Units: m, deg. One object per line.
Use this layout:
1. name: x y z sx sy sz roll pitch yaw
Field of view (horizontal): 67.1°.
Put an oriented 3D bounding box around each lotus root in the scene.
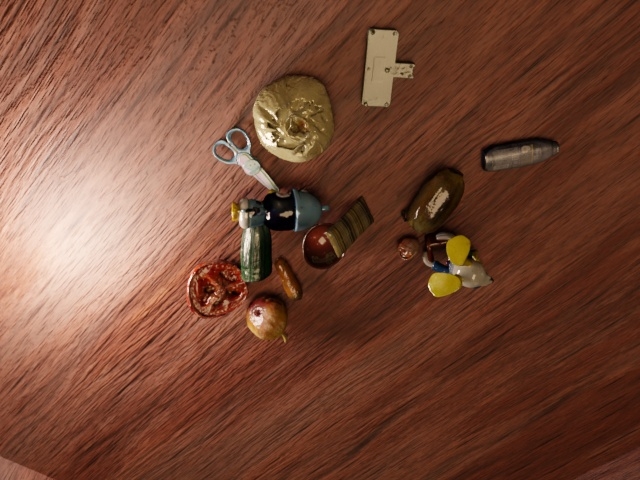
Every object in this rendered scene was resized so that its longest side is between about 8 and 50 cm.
1. lotus root: 0.375 -0.127 1.578 0.124 0.122 0.241 19 121 -23

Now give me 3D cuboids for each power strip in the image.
1. power strip: 0.197 -0.492 1.386 0.145 0.061 0.215 1 122 -2

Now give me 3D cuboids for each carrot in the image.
1. carrot: -0.117 0.140 1.760 0.060 0.060 0.186 -19 113 9

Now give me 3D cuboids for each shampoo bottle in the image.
1. shampoo bottle: 0.635 -0.276 1.538 0.234 0.049 0.086 -10 119 4

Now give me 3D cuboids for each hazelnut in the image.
1. hazelnut: 0.312 0.029 1.692 0.087 0.086 0.086 -1 121 -1

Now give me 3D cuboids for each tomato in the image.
1. tomato: -0.378 0.167 1.742 0.228 0.101 0.227 -7 111 -17

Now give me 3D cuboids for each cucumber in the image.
1. cucumber: -0.218 0.027 1.662 0.115 0.063 0.243 -9 114 -19

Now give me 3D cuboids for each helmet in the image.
1. helmet: 0.000 0.000 1.648 0.155 0.106 0.175 -20 122 -7

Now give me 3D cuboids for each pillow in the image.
1. pillow: 0.103 -0.045 1.601 0.203 0.038 0.113 -45 124 -27

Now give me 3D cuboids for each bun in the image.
1. bun: -0.077 -0.346 1.415 0.260 0.152 0.259 -2 122 -3

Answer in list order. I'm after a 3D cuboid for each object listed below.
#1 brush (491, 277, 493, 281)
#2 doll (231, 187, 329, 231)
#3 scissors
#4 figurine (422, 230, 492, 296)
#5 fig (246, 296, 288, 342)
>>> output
1. brush: 0.622 0.136 1.810 0.083 0.008 0.024 40 114 -22
2. doll: -0.125 -0.098 1.545 0.315 0.177 0.140 -2 88 -11
3. scissors: -0.220 -0.240 1.540 0.125 0.030 0.256 -37 117 17
4. figurine: 0.463 0.090 1.653 0.338 0.283 0.204 24 103 -45
5. fig: -0.179 0.324 1.837 0.159 0.159 0.257 -18 137 9
